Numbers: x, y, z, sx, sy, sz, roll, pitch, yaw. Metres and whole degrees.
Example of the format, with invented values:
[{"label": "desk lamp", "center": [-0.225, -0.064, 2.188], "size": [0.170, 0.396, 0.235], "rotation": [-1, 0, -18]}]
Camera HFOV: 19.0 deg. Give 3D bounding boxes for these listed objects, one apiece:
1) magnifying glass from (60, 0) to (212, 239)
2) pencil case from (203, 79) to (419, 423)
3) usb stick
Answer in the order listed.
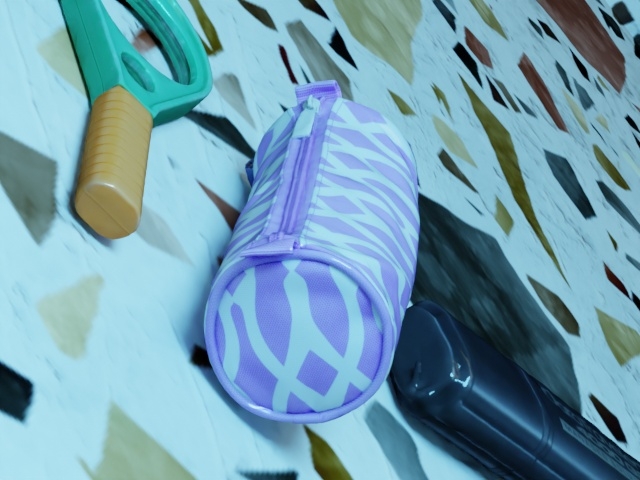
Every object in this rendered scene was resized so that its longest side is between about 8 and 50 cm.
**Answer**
[{"label": "magnifying glass", "center": [-0.087, -0.070, 0.868], "size": [0.092, 0.026, 0.231], "rotation": [46, 21, -23]}, {"label": "pencil case", "center": [0.000, 0.000, 0.852], "size": [0.206, 0.086, 0.088], "rotation": [-82, 167, -65]}, {"label": "usb stick", "center": [0.129, 0.117, 1.024], "size": [0.278, 0.045, 0.077], "rotation": [37, 18, -39]}]
